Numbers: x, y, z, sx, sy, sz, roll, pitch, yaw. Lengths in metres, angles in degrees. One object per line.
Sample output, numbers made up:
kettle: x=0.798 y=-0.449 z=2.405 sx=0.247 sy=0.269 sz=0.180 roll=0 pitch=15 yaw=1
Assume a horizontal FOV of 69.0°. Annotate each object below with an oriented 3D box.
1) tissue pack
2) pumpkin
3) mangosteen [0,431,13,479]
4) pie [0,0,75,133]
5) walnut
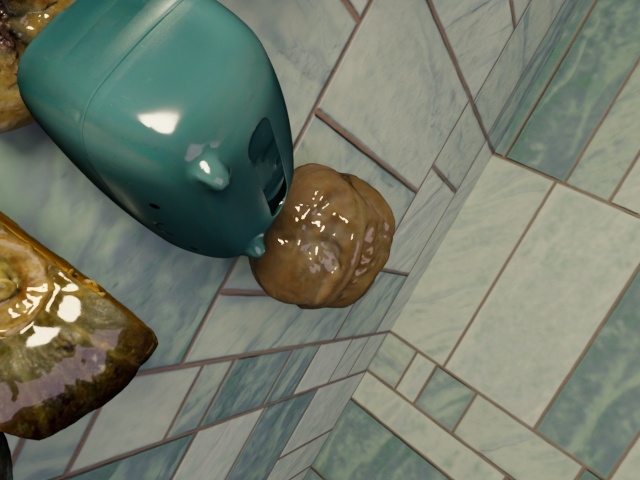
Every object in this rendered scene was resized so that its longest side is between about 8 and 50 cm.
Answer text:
tissue pack: x=-0.132 y=-0.102 z=0.491 sx=0.198 sy=0.206 sz=0.287 roll=-57 pitch=168 yaw=-18
pumpkin: x=-0.299 y=0.035 z=0.391 sx=0.317 sy=0.221 sz=0.139 roll=48 pitch=64 yaw=-33
mangosteen: x=-0.399 y=0.234 z=0.343 sx=0.300 sy=0.300 sz=0.301 roll=-40 pitch=148 yaw=-31
pie: x=-0.259 y=-0.199 z=0.374 sx=0.185 sy=0.052 sz=0.218 roll=-58 pitch=164 yaw=-20
walnut: x=-0.002 y=0.000 z=0.846 sx=0.273 sy=0.226 sz=0.274 roll=-37 pitch=143 yaw=-35
